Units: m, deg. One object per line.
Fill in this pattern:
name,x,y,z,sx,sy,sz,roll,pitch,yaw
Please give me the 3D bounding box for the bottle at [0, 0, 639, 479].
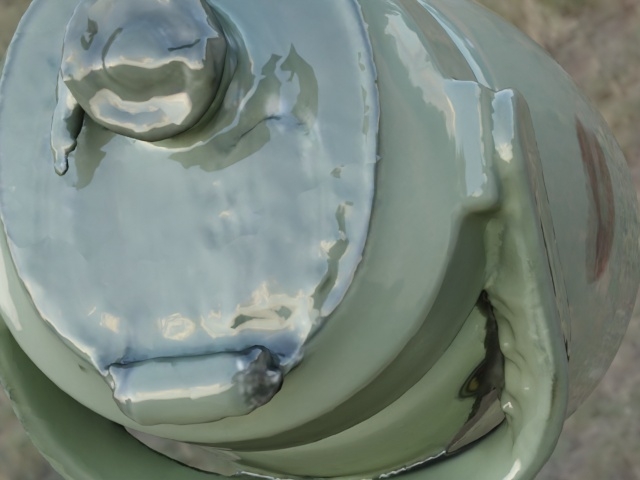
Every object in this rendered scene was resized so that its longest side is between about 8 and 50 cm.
bottle,0.000,0.000,0.708,0.229,0.229,0.351,-28,-10,11
